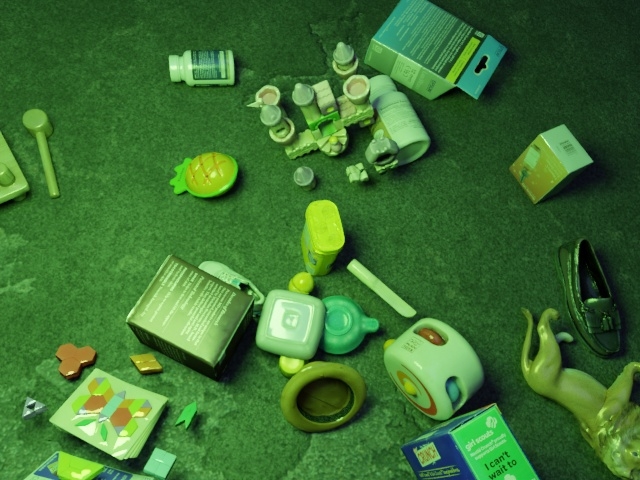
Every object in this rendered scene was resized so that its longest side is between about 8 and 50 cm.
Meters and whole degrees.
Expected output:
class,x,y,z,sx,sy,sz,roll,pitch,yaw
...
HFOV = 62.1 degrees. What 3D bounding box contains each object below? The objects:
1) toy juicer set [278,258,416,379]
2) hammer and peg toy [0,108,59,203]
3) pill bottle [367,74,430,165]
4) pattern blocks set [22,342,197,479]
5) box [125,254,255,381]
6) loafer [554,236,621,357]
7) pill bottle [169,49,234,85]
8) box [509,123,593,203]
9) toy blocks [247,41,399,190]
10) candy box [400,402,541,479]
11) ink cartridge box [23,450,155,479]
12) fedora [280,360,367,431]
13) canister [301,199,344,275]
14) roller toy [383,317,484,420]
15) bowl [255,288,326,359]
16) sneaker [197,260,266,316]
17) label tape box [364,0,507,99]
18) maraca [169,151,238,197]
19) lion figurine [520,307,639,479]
class,x,y,z,sx,sy,sz,roll,pitch,yaw
toy juicer set,0.024,0.158,1.221,0.329,0.089,0.209,-26,73,-8
hammer and peg toy,-0.791,-0.183,1.231,0.361,0.127,0.266,-28,73,-19
pill bottle,0.193,-0.329,1.447,0.131,0.131,0.229,-17,69,-16
pattern blocks set,-0.415,0.337,1.053,0.324,0.026,0.285,12,43,-1
box,-0.268,0.168,1.129,0.203,0.168,0.167,26,64,3
loafer,0.674,0.136,1.328,0.109,0.095,0.303,-6,67,-11
pill bottle,-0.323,-0.471,1.452,0.169,0.094,0.094,-4,67,-11
box,0.615,-0.202,1.431,0.091,0.170,0.130,-23,71,-19
toy blocks,0.003,-0.305,1.292,0.288,0.260,0.309,-22,70,6
candy box,0.316,0.499,1.013,0.122,0.268,0.317,-23,71,-21
ink cartridge box,-0.430,0.465,0.954,0.208,0.206,0.045,15,92,0
fedora,0.002,0.318,1.131,0.194,0.194,0.079,-8,28,-12
canister,0.000,0.000,1.245,0.073,0.170,0.126,-8,67,-12
roller toy,0.235,0.277,1.143,0.146,0.191,0.209,-35,75,-20
bowl,-0.064,0.175,1.141,0.142,0.053,0.142,12,70,4
sneaker,-0.199,0.098,1.220,0.190,0.083,0.071,30,66,7
label tape box,0.344,-0.556,1.586,0.347,0.115,0.249,32,65,4
maraca,-0.289,-0.162,1.320,0.185,0.099,0.127,1,60,21
lion figurine,0.591,0.342,1.218,0.392,0.142,0.240,32,72,22
